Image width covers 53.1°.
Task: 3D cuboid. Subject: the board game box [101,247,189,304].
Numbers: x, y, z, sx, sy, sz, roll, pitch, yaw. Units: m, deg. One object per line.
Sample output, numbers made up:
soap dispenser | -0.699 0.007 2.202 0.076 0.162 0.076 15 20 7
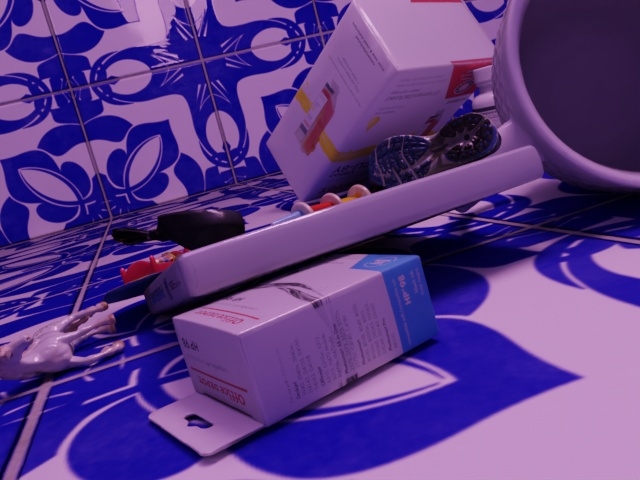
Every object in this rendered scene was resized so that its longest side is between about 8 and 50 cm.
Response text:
board game box | -0.185 0.031 0.726 0.133 0.033 0.169 -18 -6 -26

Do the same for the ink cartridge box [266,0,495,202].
ink cartridge box | 0.109 -0.259 1.221 0.279 0.160 0.384 -17 -20 -36

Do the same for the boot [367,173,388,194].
boot | 0.146 -0.112 1.180 0.106 0.082 0.219 14 2 6

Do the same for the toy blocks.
toy blocks | -0.018 -0.024 0.859 0.148 0.054 0.123 -19 -1 -35

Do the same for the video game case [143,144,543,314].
video game case | 0.000 0.000 0.638 0.329 0.036 0.300 -18 -2 -22

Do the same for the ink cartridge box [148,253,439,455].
ink cartridge box | -0.024 0.064 0.426 0.180 0.060 0.104 -21 11 -32

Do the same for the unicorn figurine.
unicorn figurine | -0.247 0.097 0.600 0.111 0.060 0.162 -19 -5 -22

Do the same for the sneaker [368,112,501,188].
sneaker | 0.111 -0.079 0.614 0.135 0.052 0.058 -11 -7 35

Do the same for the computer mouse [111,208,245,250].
computer mouse | -0.161 -0.002 0.687 0.071 0.041 0.242 2 -5 -39

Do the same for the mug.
mug | 0.292 -0.161 0.722 0.374 0.276 0.328 -39 -4 10

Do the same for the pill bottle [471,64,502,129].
pill bottle | 0.317 -0.210 1.090 0.108 0.180 0.108 -14 10 2
